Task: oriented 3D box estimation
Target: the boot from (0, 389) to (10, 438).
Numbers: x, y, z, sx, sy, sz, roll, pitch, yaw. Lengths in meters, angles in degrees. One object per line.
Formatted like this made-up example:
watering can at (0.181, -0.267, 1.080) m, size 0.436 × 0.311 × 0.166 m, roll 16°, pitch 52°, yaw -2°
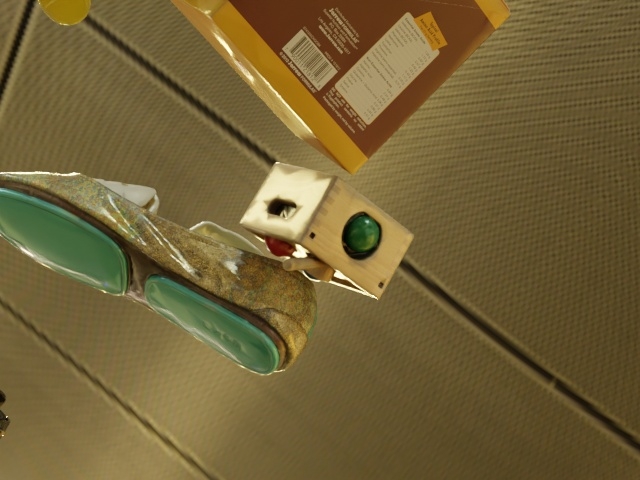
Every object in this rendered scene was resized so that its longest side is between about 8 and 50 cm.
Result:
boot at (-0.308, 0.193, 1.003) m, size 0.077 × 0.137 × 0.198 m, roll 51°, pitch -9°, yaw -26°

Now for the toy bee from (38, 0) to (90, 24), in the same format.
toy bee at (-0.250, -0.315, 1.100) m, size 0.298 × 0.162 × 0.195 m, roll 116°, pitch -37°, yaw -65°

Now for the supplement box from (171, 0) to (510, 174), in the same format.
supplement box at (0.013, -0.201, 1.016) m, size 0.191 × 0.194 × 0.129 m, roll 46°, pitch -3°, yaw -32°

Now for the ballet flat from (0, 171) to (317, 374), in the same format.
ballet flat at (-0.159, 0.009, 1.183) m, size 0.348 × 0.123 × 0.123 m, roll 27°, pitch -55°, yaw 8°

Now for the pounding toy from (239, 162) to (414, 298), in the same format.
pounding toy at (0.000, 0.000, 1.126) m, size 0.130 × 0.100 × 0.141 m, roll 36°, pitch -10°, yaw -33°
